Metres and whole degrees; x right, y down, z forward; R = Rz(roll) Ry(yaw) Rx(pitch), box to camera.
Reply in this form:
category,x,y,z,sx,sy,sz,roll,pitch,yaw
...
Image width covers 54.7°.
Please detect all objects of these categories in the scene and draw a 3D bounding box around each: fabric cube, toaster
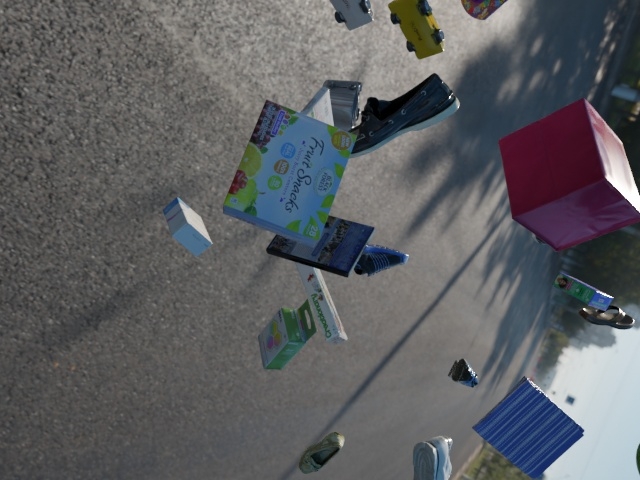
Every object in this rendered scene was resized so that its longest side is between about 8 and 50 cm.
category,x,y,z,sx,sy,sz,roll,pitch,yaw
fabric cube,0.659,-0.163,1.645,0.254,0.259,0.258,27,50,-39
toaster,0.070,-0.488,2.269,0.227,0.146,0.129,92,11,-57

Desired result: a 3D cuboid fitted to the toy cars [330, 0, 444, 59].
category,x,y,z,sx,sy,sz,roll,pitch,yaw
toy cars,0.166,-0.622,1.642,0.176,0.393,0.087,117,-6,-56

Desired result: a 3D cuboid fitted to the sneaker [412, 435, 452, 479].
category,x,y,z,sx,sy,sz,roll,pitch,yaw
sneaker,0.277,0.593,1.513,0.094,0.090,0.235,-6,108,-43

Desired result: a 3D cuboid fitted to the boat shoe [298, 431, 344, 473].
category,x,y,z,sx,sy,sz,roll,pitch,yaw
boat shoe,-0.001,0.538,1.541,0.153,0.056,0.048,-41,-170,20

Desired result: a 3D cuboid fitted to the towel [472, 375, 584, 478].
category,x,y,z,sx,sy,sz,roll,pitch,yaw
towel,0.678,0.611,2.004,0.243,0.336,0.040,-46,-160,6

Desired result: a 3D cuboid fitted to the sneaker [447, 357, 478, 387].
category,x,y,z,sx,sy,sz,roll,pitch,yaw
sneaker,0.387,0.352,1.626,0.063,0.073,0.162,-62,173,-3

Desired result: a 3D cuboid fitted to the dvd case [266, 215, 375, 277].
category,x,y,z,sx,sy,sz,roll,pitch,yaw
dvd case,0.000,0.000,1.700,0.180,0.253,0.022,-57,152,-34

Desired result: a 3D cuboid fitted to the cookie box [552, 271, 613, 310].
category,x,y,z,sx,sy,sz,roll,pitch,yaw
cookie box,0.633,0.123,1.497,0.091,0.107,0.040,18,101,-38

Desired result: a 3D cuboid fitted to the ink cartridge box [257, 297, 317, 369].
category,x,y,z,sx,sy,sz,roll,pitch,yaw
ink cartridge box,-0.096,0.259,1.713,0.062,0.109,0.209,11,136,-31

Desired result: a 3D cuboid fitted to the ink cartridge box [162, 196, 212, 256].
category,x,y,z,sx,sy,sz,roll,pitch,yaw
ink cartridge box,-0.308,-0.032,1.430,0.052,0.122,0.088,-41,129,3

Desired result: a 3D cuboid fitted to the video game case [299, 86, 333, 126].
category,x,y,z,sx,sy,sz,roll,pitch,yaw
video game case,-0.030,-0.290,1.768,0.206,0.026,0.227,-53,156,-23

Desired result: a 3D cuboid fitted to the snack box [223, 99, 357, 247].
category,x,y,z,sx,sy,sz,roll,pitch,yaw
snack box,-0.052,-0.115,1.078,0.070,0.174,0.207,127,-16,-76

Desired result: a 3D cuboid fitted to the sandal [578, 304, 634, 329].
category,x,y,z,sx,sy,sz,roll,pitch,yaw
sandal,0.917,0.234,1.970,0.090,0.219,0.060,-123,-132,-63

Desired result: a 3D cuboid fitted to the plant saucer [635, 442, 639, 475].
category,x,y,z,sx,sy,sz,roll,pitch,yaw
plant saucer,1.067,0.692,1.860,0.241,0.241,0.037,-52,159,-30

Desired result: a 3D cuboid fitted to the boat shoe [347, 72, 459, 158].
category,x,y,z,sx,sy,sz,roll,pitch,yaw
boat shoe,0.157,-0.302,1.496,0.113,0.340,0.127,56,36,-25

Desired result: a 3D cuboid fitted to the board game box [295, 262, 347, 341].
category,x,y,z,sx,sy,sz,roll,pitch,yaw
board game box,-0.002,0.178,1.974,0.053,0.305,0.193,-23,164,4

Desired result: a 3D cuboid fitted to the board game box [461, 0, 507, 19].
category,x,y,z,sx,sy,sz,roll,pitch,yaw
board game box,0.446,-0.686,1.676,0.033,0.133,0.168,-14,164,-46

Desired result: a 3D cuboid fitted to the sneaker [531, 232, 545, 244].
category,x,y,z,sx,sy,sz,roll,pitch,yaw
sneaker,0.715,-0.048,1.946,0.072,0.077,0.178,-37,135,-15

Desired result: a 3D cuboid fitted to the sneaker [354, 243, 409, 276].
category,x,y,z,sx,sy,sz,roll,pitch,yaw
sneaker,0.152,0.060,1.779,0.232,0.081,0.091,10,97,-33
